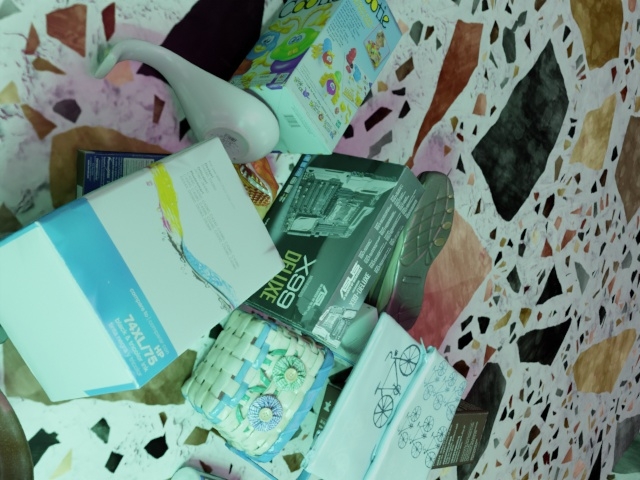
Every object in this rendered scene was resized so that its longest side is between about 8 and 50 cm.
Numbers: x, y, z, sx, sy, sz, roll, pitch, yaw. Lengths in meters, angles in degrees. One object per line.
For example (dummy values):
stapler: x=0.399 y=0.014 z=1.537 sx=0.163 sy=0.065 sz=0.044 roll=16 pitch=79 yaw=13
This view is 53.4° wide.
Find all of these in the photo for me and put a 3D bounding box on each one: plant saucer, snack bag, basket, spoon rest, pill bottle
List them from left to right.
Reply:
plant saucer: x=-0.402 y=0.232 z=0.735 sx=0.036 sy=0.198 sz=0.199 roll=-26 pitch=123 yaw=-7
spoon rest: x=-0.181 y=-0.203 z=0.926 sx=0.276 sy=0.137 sz=0.084 roll=30 pitch=50 yaw=-30
pill bottle: x=-0.201 y=0.460 z=1.140 sx=0.137 sy=0.078 sz=0.078 roll=40 pitch=75 yaw=-43
basket: x=-0.075 y=0.278 z=1.116 sx=0.289 sy=0.201 sz=0.255 roll=40 pitch=73 yaw=-33
snack bag: x=0.139 y=0.334 z=1.191 sx=0.342 sy=0.037 sz=0.323 roll=45 pitch=67 yaw=-38

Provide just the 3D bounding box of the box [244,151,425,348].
box: x=0.000 y=0.000 z=1.075 sx=0.076 sy=0.242 sz=0.307 roll=42 pitch=74 yaw=-43

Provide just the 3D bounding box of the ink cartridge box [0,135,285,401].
ink cartridge box: x=-0.223 y=0.029 z=0.772 sx=0.270 sy=0.198 sz=0.197 roll=-40 pitch=107 yaw=-47

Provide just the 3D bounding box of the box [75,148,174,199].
box: x=-0.253 y=-0.063 z=0.958 sx=0.225 sy=0.036 sz=0.136 roll=-3 pitch=105 yaw=-41

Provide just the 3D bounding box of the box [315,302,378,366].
box: x=0.050 y=0.178 z=1.277 sx=0.101 sy=0.102 sz=0.087 roll=-29 pitch=123 yaw=-34

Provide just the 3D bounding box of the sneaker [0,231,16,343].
sneaker: x=-0.349 y=0.060 z=0.836 sx=0.340 sy=0.125 sz=0.140 roll=-2 pitch=110 yaw=-43

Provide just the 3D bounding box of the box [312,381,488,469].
box: x=0.188 y=0.412 z=1.419 sx=0.381 sy=0.191 sz=0.143 roll=16 pitch=91 yaw=-45

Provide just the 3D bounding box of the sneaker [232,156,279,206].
sneaker: x=-0.124 y=-0.139 z=1.053 sx=0.067 sy=0.064 sz=0.175 roll=-70 pitch=143 yaw=-54

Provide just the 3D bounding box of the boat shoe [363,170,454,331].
boat shoe: x=0.161 y=0.019 z=1.317 sx=0.132 sy=0.130 sz=0.355 roll=14 pitch=99 yaw=-42

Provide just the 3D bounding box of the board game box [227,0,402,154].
board game box: x=-0.007 y=-0.288 z=1.022 sx=0.144 sy=0.142 sz=0.275 roll=52 pitch=58 yaw=-40
